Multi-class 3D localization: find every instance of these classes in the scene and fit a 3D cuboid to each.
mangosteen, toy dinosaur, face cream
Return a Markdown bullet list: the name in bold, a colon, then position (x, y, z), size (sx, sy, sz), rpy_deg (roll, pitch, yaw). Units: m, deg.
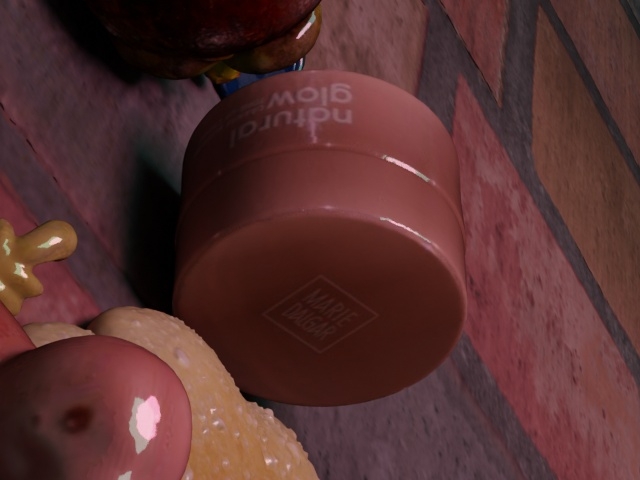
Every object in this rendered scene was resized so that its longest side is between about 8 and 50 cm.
- **mangosteen**: position (-0.051, -0.144, 0.993), size (0.146, 0.156, 0.181), rpy_deg (49, -20, 55)
- **toy dinosaur**: position (-0.132, 0.028, 0.601), size (0.152, 0.177, 0.194), rpy_deg (50, 27, -41)
- **face cream**: position (0.000, 0.000, 0.967), size (0.149, 0.149, 0.104), rpy_deg (50, 28, -39)

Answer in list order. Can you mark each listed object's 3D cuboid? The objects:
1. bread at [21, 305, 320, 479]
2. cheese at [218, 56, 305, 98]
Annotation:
- **bread**: position (-0.050, 0.169, 0.834), size (0.316, 0.054, 0.316), rpy_deg (47, 30, -39)
- **cheese**: position (-0.064, -0.225, 1.109), size (0.189, 0.074, 0.286), rpy_deg (-29, 110, -53)
